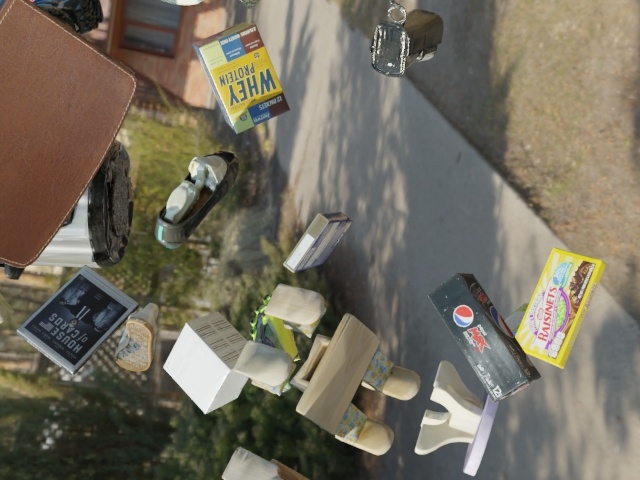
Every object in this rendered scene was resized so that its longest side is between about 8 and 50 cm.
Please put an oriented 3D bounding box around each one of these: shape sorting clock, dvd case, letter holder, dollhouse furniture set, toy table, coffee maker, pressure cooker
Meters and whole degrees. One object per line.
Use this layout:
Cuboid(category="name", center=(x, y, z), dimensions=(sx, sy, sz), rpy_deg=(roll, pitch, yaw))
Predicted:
Cuboid(category="shape sorting clock", center=(0.503, 0.201, 1.819), dimensions=(0.040, 0.206, 0.206), rpy_deg=(57, 166, -7))
Cuboid(category="dvd case", center=(-0.599, 0.194, 1.871), dimensions=(0.239, 0.179, 0.030), rpy_deg=(-51, -9, -33))
Cuboid(category="letter holder", center=(-0.409, -0.146, 0.982), dimensions=(0.152, 0.214, 0.302), rpy_deg=(29, 89, 45))
Cuboid(category="dollhouse furniture set", center=(0.024, 0.347, 1.466), dimensions=(0.256, 0.362, 0.394), rpy_deg=(9, 64, 47))
Cuboid(category="toy table", center=(0.348, 0.436, 1.896), dimensions=(0.252, 0.160, 0.274), rpy_deg=(98, -166, -44))
Cuboid(category="coffee maker", center=(0.215, -0.490, 1.789), dimensions=(0.178, 0.120, 0.171), rpy_deg=(-39, -15, -44))
Cuboid(category="pressure cooker", center=(-0.747, -0.104, 2.043), dimensions=(0.370, 0.420, 0.376), rpy_deg=(-88, 1, -51))

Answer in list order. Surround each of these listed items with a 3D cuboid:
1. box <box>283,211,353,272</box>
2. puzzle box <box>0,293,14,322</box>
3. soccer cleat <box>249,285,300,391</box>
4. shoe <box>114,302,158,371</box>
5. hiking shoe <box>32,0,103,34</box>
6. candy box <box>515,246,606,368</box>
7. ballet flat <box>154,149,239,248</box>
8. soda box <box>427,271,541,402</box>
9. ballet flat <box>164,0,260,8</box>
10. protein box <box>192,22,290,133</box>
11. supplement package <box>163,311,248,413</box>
Cuboid(category="box", center=(0.000, 0.000, 1.688), dimensions=(0.136, 0.036, 0.225), rpy_deg=(-55, -13, 12))
Cuboid(category="puzzle box", center=(-0.991, 0.058, 2.048), dimensions=(0.409, 0.052, 0.272), rpy_deg=(56, 167, -9))
Cuboid(category="soccer cleat", center=(-0.098, 0.224, 1.726), dimensions=(0.093, 0.121, 0.289), rpy_deg=(-44, 24, 34))
Cuboid(category="shoe", center=(-0.358, 0.197, 1.498), dimensions=(0.219, 0.076, 0.058), rpy_deg=(122, 169, -50))
Cuboid(category="hiking shoe", center=(-0.579, -0.446, 1.582), dimensions=(0.304, 0.132, 0.113), rpy_deg=(-61, -34, -56))
Cuboid(category="candy box", center=(0.435, 0.120, 1.380), dimensions=(0.105, 0.027, 0.206), rpy_deg=(19, 84, 50))
Cuboid(category="ballet flat", center=(-0.250, -0.106, 1.561), dimensions=(0.096, 0.095, 0.281), rpy_deg=(89, -156, -56))
Cuboid(category="soda box", center=(0.217, 0.126, 1.001), dimensions=(0.060, 0.053, 0.169), rpy_deg=(-41, 66, 25))
Cuboid(category="ballet flat", center=(-0.272, -0.500, 1.263), dimensions=(0.182, 0.482, 0.164), rpy_deg=(-59, -26, -8))
Cuboid(category="protein box", center=(-0.184, -0.376, 1.720), dimensions=(0.200, 0.135, 0.201), rpy_deg=(-129, 15, -68))
Cuboid(category="supplement package", center=(-0.323, 0.361, 2.248), dimensions=(0.203, 0.149, 0.194), rpy_deg=(42, 120, 21))
